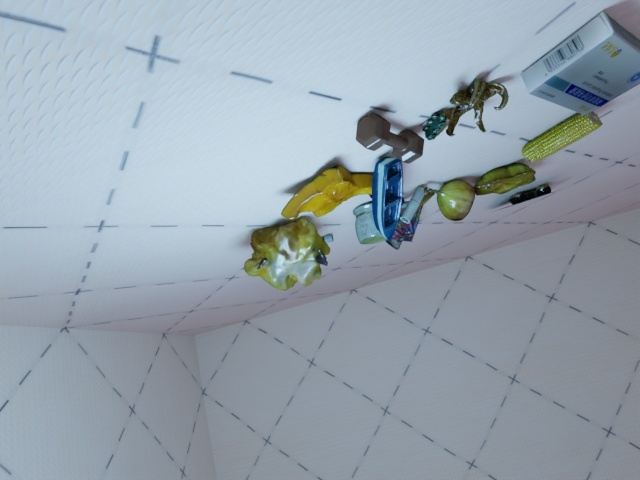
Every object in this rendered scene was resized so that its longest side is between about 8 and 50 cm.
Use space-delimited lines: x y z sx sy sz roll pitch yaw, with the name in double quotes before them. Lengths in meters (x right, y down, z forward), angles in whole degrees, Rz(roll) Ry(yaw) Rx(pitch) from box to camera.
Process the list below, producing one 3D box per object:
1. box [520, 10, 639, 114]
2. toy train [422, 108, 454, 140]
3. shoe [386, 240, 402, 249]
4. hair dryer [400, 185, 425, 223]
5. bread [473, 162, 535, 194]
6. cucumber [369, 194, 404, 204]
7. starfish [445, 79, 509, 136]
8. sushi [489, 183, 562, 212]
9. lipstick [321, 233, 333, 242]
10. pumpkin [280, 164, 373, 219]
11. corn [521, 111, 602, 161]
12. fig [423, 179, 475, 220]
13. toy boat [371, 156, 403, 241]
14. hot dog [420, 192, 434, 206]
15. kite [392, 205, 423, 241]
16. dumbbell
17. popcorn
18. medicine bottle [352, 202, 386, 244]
"box" 0.688 -0.427 1.030 0.343 0.065 0.200 -2 158 -36
"toy train" 0.326 -0.316 1.121 0.064 0.044 0.103 -21 165 -19
"shoe" 0.346 -0.049 1.923 0.112 0.099 0.227 -44 143 -7
"hair dryer" 0.328 -0.128 1.614 0.044 0.155 0.183 37 161 -13
"bread" 0.727 -0.243 1.626 0.233 0.088 0.161 -19 158 21
"cucumber" 0.241 -0.156 1.513 0.067 0.067 0.245 -25 162 30
"starfish" 0.375 -0.333 1.027 0.190 0.074 0.146 -6 150 -33
"sushi" 0.997 -0.215 2.006 0.290 0.050 0.264 -19 177 5
"lipstick" 0.000 0.000 1.864 0.116 0.037 0.037 -14 164 11
"pumpkin" 0.046 -0.147 1.327 0.258 0.095 0.290 -32 160 31
"corn" 0.795 -0.343 1.366 0.081 0.081 0.248 -3 161 -35
"fig" 0.510 -0.167 1.579 0.143 0.160 0.231 27 -173 35
"toy boat" 0.213 -0.126 1.320 0.096 0.062 0.299 -33 135 -34
"hot dog" 0.413 -0.163 1.628 0.137 0.028 0.044 -35 168 -26
"kite" 0.344 -0.062 1.802 0.321 0.016 0.234 -30 127 20
"dumbbell" 0.190 -0.268 1.084 0.092 0.082 0.231 -27 160 38
"popcorn" -0.124 0.044 1.586 0.316 0.281 0.297 24 107 -22
"medicine bottle" 0.210 -0.069 1.633 0.147 0.143 0.147 -9 165 -3
